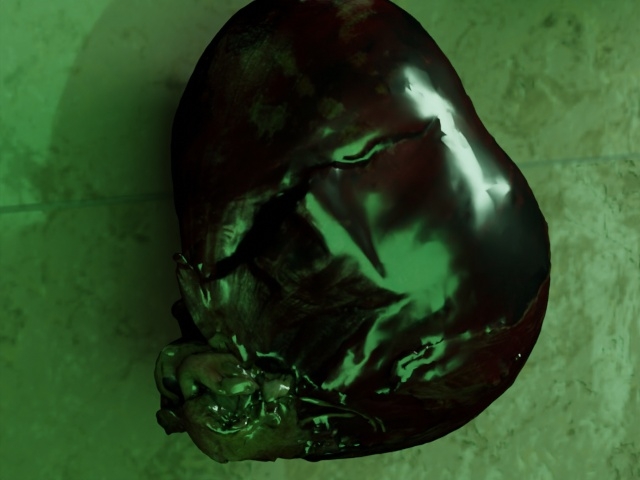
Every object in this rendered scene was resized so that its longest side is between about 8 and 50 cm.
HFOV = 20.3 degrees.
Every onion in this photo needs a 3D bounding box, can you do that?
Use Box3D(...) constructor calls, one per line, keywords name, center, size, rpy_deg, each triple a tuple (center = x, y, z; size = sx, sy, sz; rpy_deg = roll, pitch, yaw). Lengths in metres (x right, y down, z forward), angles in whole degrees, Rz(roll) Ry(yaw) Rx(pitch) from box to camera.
Box3D(name="onion", center=(0.014, -0.011, 1.018), size=(0.281, 0.221, 0.281), rpy_deg=(-6, 99, -41))
